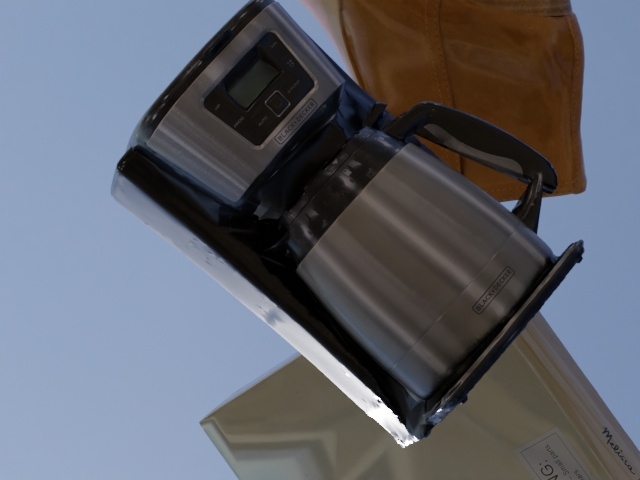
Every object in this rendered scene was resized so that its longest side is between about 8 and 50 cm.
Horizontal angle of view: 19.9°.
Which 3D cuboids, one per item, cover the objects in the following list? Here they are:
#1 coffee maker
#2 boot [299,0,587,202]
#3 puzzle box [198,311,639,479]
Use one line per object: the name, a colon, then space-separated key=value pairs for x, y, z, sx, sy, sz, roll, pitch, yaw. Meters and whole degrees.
coffee maker: x=0.000 y=0.000 z=0.793 sx=0.120 sy=0.178 sz=0.171 roll=-46 pitch=176 yaw=-41
boot: x=0.039 y=-0.120 z=1.228 sx=0.295 sy=0.104 sz=0.211 roll=5 pitch=-75 yaw=34
puzzle box: x=0.126 y=0.227 z=1.268 sx=0.272 sy=0.409 sz=0.052 roll=-34 pitch=-178 yaw=36
